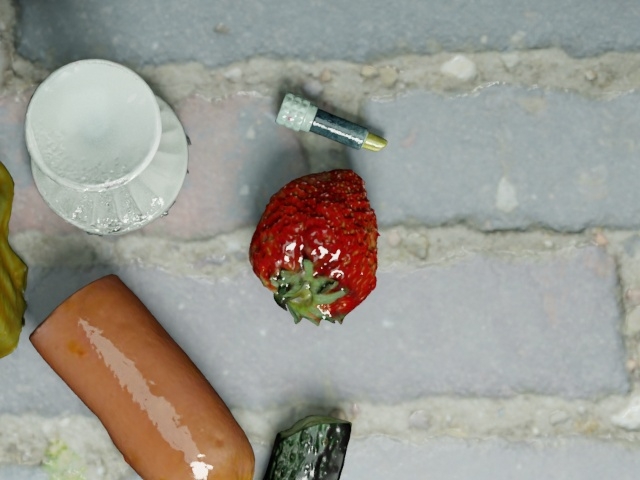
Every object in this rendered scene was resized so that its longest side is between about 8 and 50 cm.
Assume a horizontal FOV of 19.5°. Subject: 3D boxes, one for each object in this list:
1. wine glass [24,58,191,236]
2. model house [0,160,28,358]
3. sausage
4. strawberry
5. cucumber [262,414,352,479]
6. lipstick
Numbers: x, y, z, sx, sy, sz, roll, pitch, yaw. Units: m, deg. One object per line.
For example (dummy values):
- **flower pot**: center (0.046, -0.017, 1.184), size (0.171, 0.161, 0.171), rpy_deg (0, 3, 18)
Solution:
- **wine glass**: center (-0.213, -0.098, 1.817), size (0.165, 0.196, 0.165), rpy_deg (0, 80, -1)
- **model house**: center (-0.397, 0.007, 1.830), size (0.239, 0.173, 0.268), rpy_deg (-51, 118, -20)
- **sausage**: center (-0.166, 0.157, 1.827), size (0.113, 0.113, 0.259), rpy_deg (-40, 84, -6)
- **strawberry**: center (-0.006, 0.003, 1.854), size (0.131, 0.131, 0.148), rpy_deg (3, 52, -1)
- **cucumber**: center (-0.034, 0.285, 1.830), size (0.074, 0.074, 0.241), rpy_deg (18, 83, 1)
- **lipstick**: center (0.013, -0.115, 1.909), size (0.116, 0.037, 0.037), rpy_deg (22, 82, -4)
